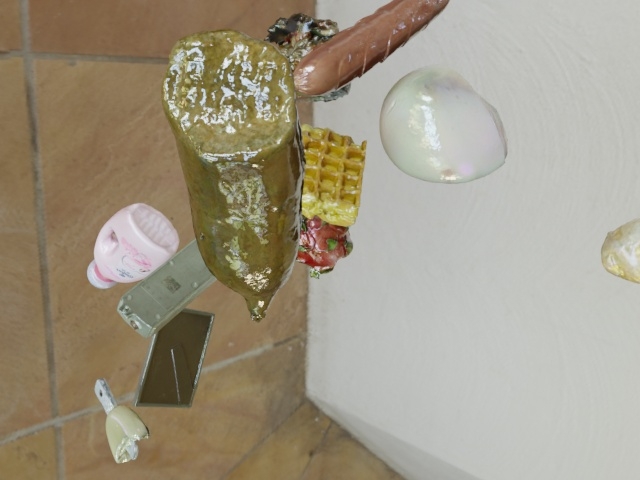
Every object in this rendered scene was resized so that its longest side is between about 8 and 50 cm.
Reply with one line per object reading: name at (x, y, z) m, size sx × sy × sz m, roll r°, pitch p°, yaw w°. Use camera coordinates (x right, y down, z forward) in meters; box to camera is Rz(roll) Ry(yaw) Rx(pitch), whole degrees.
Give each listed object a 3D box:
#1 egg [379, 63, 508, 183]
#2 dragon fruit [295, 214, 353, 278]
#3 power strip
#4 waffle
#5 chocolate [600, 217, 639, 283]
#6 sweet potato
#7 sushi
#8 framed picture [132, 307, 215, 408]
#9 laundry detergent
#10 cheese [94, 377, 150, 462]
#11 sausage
egg at (0.224, -0.237, 1.252) m, size 0.206 × 0.271 × 0.162 m, roll -41°, pitch 153°, yaw -16°
dragon fruit at (-0.001, 0.004, 1.345) m, size 0.137 × 0.135 × 0.236 m, roll -47°, pitch 168°, yaw -9°
power strip at (-0.231, 0.061, 1.112) m, size 0.272 × 0.078 × 0.052 m, roll -44°, pitch 176°, yaw -40°
waffle at (-0.032, -0.135, 1.154) m, size 0.057 × 0.219 × 0.229 m, roll 105°, pitch -5°, yaw -45°
chocolate at (0.671, 0.014, 1.175) m, size 0.134 × 0.309 × 0.134 m, roll -5°, pitch 90°, yaw -73°
sweet potato at (-0.091, -0.058, 0.780) m, size 0.158 × 0.158 × 0.369 m, roll -39°, pitch 145°, yaw -33°
sushi at (-0.025, -0.469, 1.675) m, size 0.225 × 0.238 × 0.218 m, roll -35°, pitch 117°, yaw -80°
framed picture at (-0.364, 0.296, 1.649) m, size 0.189 × 0.023 × 0.260 m, roll 19°, pitch 84°, yaw -53°
laundry detergent at (-0.455, 0.029, 1.517) m, size 0.159 × 0.335 × 0.088 m, roll 47°, pitch 47°, yaw -12°
cheese at (-0.449, 0.390, 1.437) m, size 0.050 × 0.235 × 0.127 m, roll -4°, pitch 126°, yaw -41°
sausage at (0.101, -0.366, 1.163) m, size 0.433 × 0.088 × 0.088 m, roll -40°, pitch 128°, yaw -27°
